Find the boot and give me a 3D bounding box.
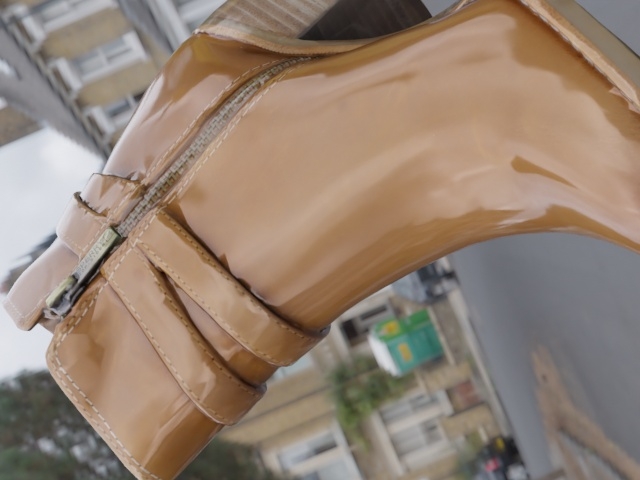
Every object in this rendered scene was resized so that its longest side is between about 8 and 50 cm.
[{"bbox_3d":[0.000,0.000,0.484,0.283,0.220,0.109,36,174,45],"label":"boot"}]
